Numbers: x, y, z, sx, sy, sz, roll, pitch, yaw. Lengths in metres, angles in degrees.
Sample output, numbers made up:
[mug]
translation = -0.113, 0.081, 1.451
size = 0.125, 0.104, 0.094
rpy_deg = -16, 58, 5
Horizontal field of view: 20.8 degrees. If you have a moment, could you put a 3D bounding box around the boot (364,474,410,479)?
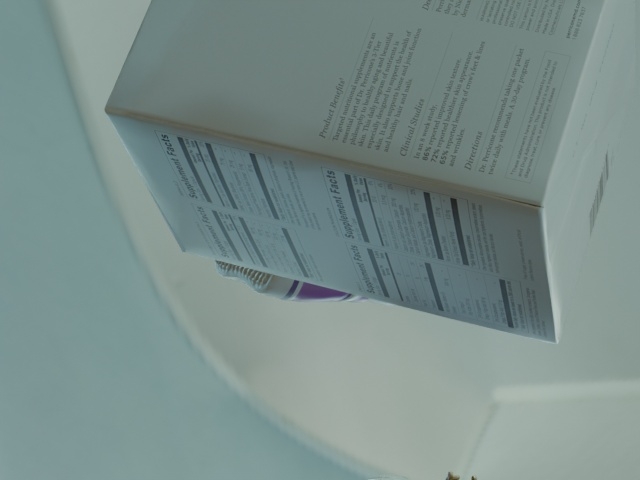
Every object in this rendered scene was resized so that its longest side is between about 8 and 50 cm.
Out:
[boot]
translation = 0.004, 0.258, 1.503
size = 0.244, 0.176, 0.088
rpy_deg = 166, -81, -73

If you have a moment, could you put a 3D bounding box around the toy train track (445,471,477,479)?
[toy train track]
translation = 0.129, 0.210, 1.485
size = 0.083, 0.048, 0.014
rpy_deg = -160, -108, -68

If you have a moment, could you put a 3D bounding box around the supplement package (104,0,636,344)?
[supplement package]
translation = 0.043, -0.089, 1.077
size = 0.262, 0.199, 0.198
rpy_deg = 13, -23, 17

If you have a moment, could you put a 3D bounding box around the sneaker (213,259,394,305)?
[sneaker]
translation = 0.000, 0.001, 1.519
size = 0.282, 0.161, 0.102
rpy_deg = -134, -127, -66
